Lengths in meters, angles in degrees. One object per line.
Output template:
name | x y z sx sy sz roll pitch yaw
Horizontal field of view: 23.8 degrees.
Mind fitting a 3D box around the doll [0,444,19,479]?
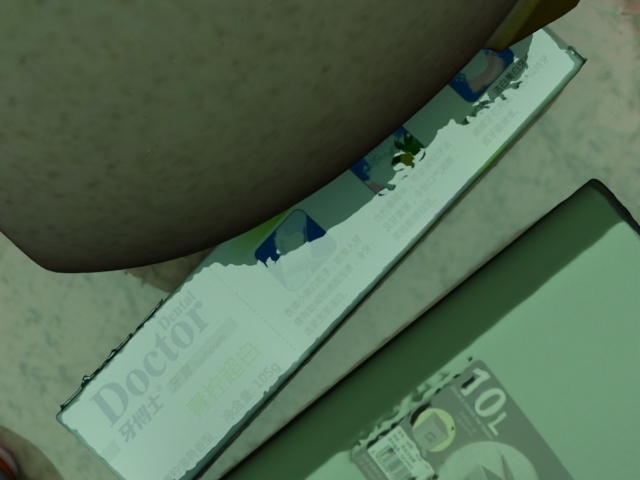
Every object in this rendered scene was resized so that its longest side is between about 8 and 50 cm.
doll | -0.268 0.132 0.802 0.336 0.200 0.105 32 125 0

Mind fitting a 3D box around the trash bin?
trash bin | 0.044 0.142 0.753 0.343 0.223 0.158 -39 86 1

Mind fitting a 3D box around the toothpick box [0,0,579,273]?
toothpick box | -0.056 -0.225 0.687 0.425 0.409 0.409 -43 86 -6

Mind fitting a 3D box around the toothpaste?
toothpaste | 0.000 0.000 0.839 0.081 0.067 0.336 43 90 4
